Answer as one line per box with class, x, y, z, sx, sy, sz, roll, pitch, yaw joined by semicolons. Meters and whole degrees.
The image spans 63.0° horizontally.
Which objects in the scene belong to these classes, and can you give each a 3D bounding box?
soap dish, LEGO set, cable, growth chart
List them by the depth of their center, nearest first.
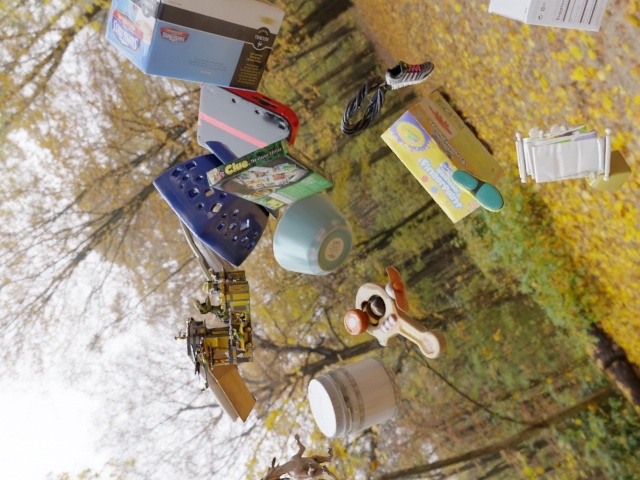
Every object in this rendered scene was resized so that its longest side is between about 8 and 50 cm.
LEGO set;-0.275;0.194;1.305;0.331;0.192;0.255;-134;42;-74
growth chart;0.622;-0.222;1.335;0.021;0.237;0.172;-72;-24;-53
cable;0.122;-0.366;1.438;0.047;0.184;0.150;45;-163;15
soap dish;-0.354;0.497;1.879;0.229;0.118;0.291;37;153;42

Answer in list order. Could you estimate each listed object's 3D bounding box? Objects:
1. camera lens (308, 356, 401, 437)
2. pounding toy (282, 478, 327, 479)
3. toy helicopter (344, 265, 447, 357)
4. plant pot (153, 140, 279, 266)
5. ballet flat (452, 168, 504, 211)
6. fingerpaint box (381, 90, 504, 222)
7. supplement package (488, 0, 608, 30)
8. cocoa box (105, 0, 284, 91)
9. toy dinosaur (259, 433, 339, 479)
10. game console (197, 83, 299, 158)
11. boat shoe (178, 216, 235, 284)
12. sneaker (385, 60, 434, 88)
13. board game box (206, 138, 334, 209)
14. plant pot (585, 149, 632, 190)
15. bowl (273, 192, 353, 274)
camera lens;0.124;0.536;1.799;0.219;0.274;0.220;35;130;55
pounding toy;-0.015;0.751;1.533;0.236;0.183;0.110;23;-131;0
toy helicopter;0.246;0.233;1.611;0.140;0.235;0.355;-2;-157;-43
plant pot;-0.257;-0.107;1.386;0.236;0.212;0.236;44;176;28
ballet flat;0.553;-0.172;1.805;0.077;0.077;0.231;22;-161;-52
fingerpaint box;0.495;-0.342;2.078;0.445;0.163;0.371;49;-141;-2
supplement package;0.457;-0.541;1.029;0.262;0.145;0.204;-89;5;-62
cocoa box;-0.314;-0.542;1.316;0.347;0.228;0.231;-7;-139;-47
toy dinosaur;-0.070;0.831;1.893;0.295;0.200;0.127;28;-153;-25
game console;-0.280;-0.415;1.952;0.386;0.342;0.060;27;-128;4
boat shoe;-0.403;0.011;1.832;0.302;0.103;0.113;60;167;10
sneaker;0.290;-0.558;1.719;0.075;0.170;0.063;57;-158;-53
board game box;-0.073;-0.105;0.896;0.030;0.136;0.259;70;-167;10
plant pot;0.761;-0.184;1.402;0.081;0.083;0.082;89;171;-58
bowl;0.000;0.000;1.884;0.163;0.312;0.311;30;173;40
